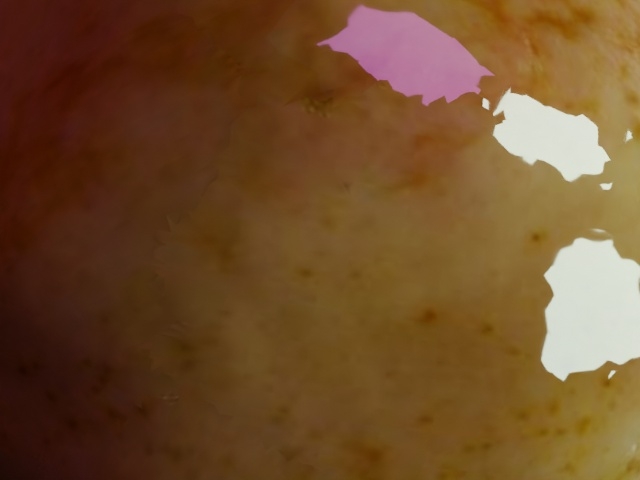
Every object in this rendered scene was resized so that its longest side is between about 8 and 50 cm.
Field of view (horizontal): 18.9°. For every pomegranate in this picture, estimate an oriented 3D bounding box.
[{"bbox_3d":[0.000,0.000,0.818,0.411,0.411,0.411,17,49,-20],"label":"pomegranate"}]
